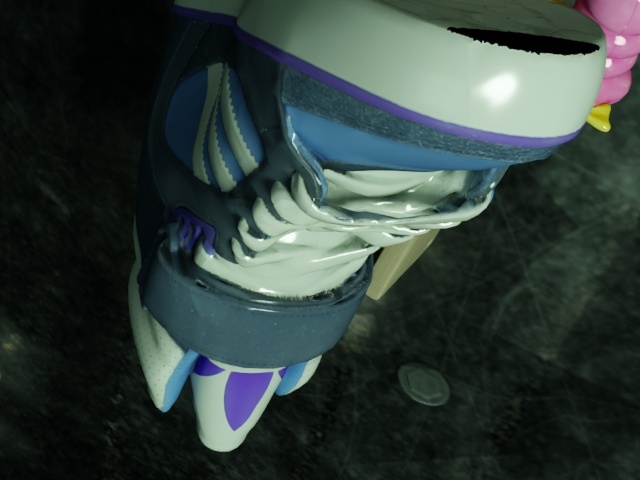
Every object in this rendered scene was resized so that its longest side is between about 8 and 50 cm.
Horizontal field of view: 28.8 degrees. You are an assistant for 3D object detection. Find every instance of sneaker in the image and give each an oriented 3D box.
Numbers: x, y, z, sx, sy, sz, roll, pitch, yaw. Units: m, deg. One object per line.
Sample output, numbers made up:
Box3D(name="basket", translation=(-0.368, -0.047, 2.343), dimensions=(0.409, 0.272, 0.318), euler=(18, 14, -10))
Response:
Box3D(name="sneaker", translation=(-0.001, 0.000, 0.555), dimensions=(0.323, 0.130, 0.236), euler=(-146, 61, -62))

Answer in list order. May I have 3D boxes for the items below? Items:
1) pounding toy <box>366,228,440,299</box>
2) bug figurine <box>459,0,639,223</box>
Box3D(name="pounding toy", translation=(0.019, -0.106, 0.724), dimensions=(0.181, 0.094, 0.206), euler=(35, 128, 10))
Box3D(name="bug figurine", translation=(0.172, -0.051, 0.585), dimensions=(0.278, 0.072, 0.216), euler=(11, 145, 0))
